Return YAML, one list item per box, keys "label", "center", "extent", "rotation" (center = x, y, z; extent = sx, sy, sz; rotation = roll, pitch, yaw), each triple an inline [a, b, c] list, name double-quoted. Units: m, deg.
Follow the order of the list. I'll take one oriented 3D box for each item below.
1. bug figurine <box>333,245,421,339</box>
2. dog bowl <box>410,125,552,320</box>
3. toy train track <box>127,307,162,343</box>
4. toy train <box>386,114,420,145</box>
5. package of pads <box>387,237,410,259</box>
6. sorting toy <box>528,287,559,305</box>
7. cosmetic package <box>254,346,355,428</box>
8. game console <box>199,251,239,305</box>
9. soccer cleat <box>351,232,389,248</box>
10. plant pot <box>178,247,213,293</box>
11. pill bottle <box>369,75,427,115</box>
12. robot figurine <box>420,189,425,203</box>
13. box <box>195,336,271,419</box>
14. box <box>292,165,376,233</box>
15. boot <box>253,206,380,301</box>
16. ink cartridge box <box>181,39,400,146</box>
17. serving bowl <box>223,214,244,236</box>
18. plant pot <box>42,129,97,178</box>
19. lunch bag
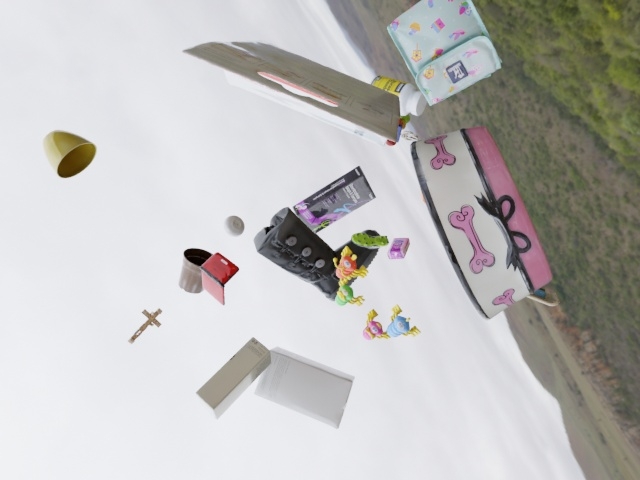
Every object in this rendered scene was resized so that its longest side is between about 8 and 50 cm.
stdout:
- label: "bug figurine"
  center: [0.114, 0.161, 1.084]
  extent: [0.279, 0.072, 0.216]
  rotation: [49, 152, 17]
- label: "dog bowl"
  center: [0.339, -0.052, 0.897]
  extent: [0.408, 0.150, 0.408]
  rotation: [48, -152, -37]
- label: "toy train track"
  center: [-0.340, 0.167, 0.838]
  extent: [0.083, 0.014, 0.048]
  rotation: [-51, -60, -25]
- label: "toy train"
  center: [0.285, -0.413, 1.545]
  extent: [0.247, 0.105, 0.143]
  rotation: [26, -132, 18]
- label: "package of pads"
  center: [0.232, 0.022, 1.274]
  extent: [0.083, 0.050, 0.032]
  rotation: [-54, -48, -51]
- label: "sorting toy"
  center: [0.703, 0.154, 1.503]
  extent: [0.228, 0.041, 0.307]
  rotation: [18, -171, 24]
- label: "cosmetic package"
  center: [-0.061, 0.593, 1.759]
  extent: [0.365, 0.197, 0.155]
  rotation: [20, 175, 9]
- label: "game console"
  center: [-0.344, 0.129, 1.477]
  extent: [0.144, 0.124, 0.085]
  rotation: [29, 157, 38]
- label: "soccer cleat"
  center: [0.184, 0.008, 1.657]
  extent: [0.178, 0.072, 0.060]
  rotation: [5, -116, -32]
- label: "plant pot"
  center: [-0.579, 0.148, 2.003]
  extent: [0.166, 0.165, 0.167]
  rotation: [21, -160, -8]
- label: "pill bottle"
  center: [0.249, -0.468, 1.402]
  extent: [0.184, 0.103, 0.103]
  rotation: [27, -178, 29]
- label: "robot figurine"
  center: [0.368, -0.114, 1.188]
  extent: [0.219, 0.158, 0.128]
  rotation: [43, 174, 2]
- label: "box"
  center: [-0.299, 0.482, 1.516]
  extent: [0.094, 0.275, 0.113]
  rotation: [34, 145, 22]
- label: "box"
  center: [0.033, -0.082, 0.914]
  extent: [0.029, 0.162, 0.116]
  rotation: [62, -172, 26]
- label: "boot"
  center: [-0.001, 0.002, 1.760]
  extent: [0.445, 0.367, 0.146]
  rotation: [38, 177, -26]
- label: "ink cartridge box"
  center: [-0.020, -0.237, 0.731]
  extent: [0.307, 0.091, 0.385]
  rotation: [23, -152, -1]
- label: "serving bowl"
  center: [-0.315, -0.056, 1.590]
  extent: [0.083, 0.027, 0.084]
  rotation: [13, -112, -33]
- label: "plant pot"
  center: [-0.728, -0.259, 1.227]
  extent: [0.095, 0.134, 0.134]
  rotation: [42, -162, 0]
- label: "lunch bag"
  center: [0.342, -0.533, 1.180]
  extent: [0.263, 0.223, 0.160]
  rotation: [59, -154, -13]
